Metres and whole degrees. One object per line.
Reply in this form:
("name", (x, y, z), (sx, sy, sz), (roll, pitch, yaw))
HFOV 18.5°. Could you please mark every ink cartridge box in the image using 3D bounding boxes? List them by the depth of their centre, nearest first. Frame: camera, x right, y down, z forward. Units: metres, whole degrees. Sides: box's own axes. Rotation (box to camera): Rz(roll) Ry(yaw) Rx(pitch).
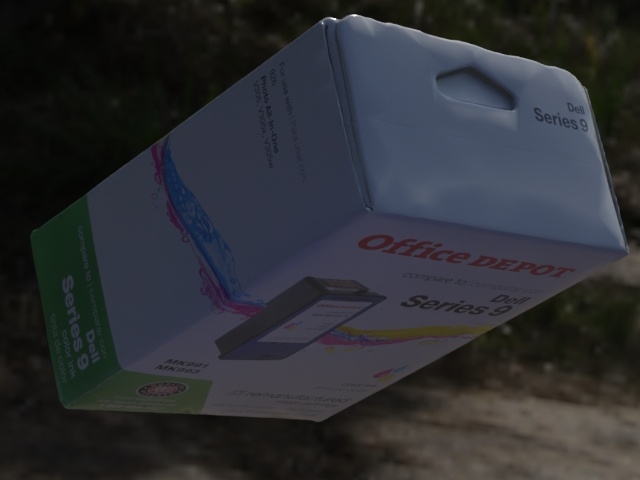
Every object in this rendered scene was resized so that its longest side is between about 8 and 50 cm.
("ink cartridge box", (0.000, 0.000, 0.847), (0.154, 0.093, 0.212), (8, -30, -41))
